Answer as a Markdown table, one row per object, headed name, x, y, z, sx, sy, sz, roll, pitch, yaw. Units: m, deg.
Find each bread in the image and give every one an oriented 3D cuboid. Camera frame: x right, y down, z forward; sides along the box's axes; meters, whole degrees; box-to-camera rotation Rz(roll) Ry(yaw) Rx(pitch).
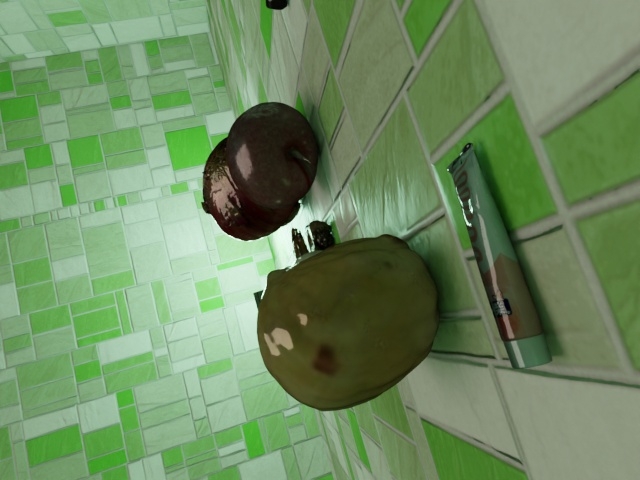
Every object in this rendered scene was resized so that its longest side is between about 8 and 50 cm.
| name | x | y | z | sx | sy | sz | roll | pitch | yaw |
| --- | --- | --- | --- | --- | --- | --- | --- | --- | --- |
| bread | 0.000 | 0.000 | 1.069 | 0.082 | 0.060 | 0.113 | -136 | 35 | -67 |

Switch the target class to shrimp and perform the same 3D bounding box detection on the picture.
| name | x | y | z | sx | sy | sz | roll | pitch | yaw |
| --- | --- | --- | --- | --- | --- | --- | --- | --- | --- |
| shrimp | -0.045 | 0.093 | 1.423 | 0.152 | 0.063 | 0.287 | 62 | -170 | -71 |

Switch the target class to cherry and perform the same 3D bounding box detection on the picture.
| name | x | y | z | sx | sy | sz | roll | pitch | yaw |
| --- | --- | --- | --- | --- | --- | --- | --- | --- | --- |
| cherry | -0.113 | -0.196 | 0.962 | 0.285 | 0.212 | 0.236 | 22 | 97 | 50 |

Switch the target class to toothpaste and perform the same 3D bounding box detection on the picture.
| name | x | y | z | sx | sy | sz | roll | pitch | yaw |
| --- | --- | --- | --- | --- | --- | --- | --- | --- | --- |
| toothpaste | 0.162 | 0.012 | 0.388 | 0.056 | 0.036 | 0.205 | 109 | 149 | -73 |

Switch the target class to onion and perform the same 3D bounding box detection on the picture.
| name | x | y | z | sx | sy | sz | roll | pitch | yaw |
| --- | --- | --- | --- | --- | --- | --- | --- | --- | --- |
| onion | -0.208 | -0.168 | 1.253 | 0.353 | 0.353 | 0.354 | 165 | 90 | -78 |

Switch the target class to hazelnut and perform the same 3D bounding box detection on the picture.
| name | x | y | z | sx | sy | sz | roll | pitch | yaw |
| --- | --- | --- | --- | --- | --- | --- | --- | --- | --- |
| hazelnut | 0.028 | 0.107 | 0.590 | 0.241 | 0.261 | 0.261 | 41 | 161 | 8 |

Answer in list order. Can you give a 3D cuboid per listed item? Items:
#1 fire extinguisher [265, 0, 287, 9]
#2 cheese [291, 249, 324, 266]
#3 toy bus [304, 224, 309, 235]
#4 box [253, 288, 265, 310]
| name | x | y | z | sx | sy | sz | roll | pitch | yaw |
| --- | --- | --- | --- | --- | --- | --- | --- | --- | --- |
| fire extinguisher | -0.093 | -0.570 | 0.844 | 0.177 | 0.050 | 0.062 | 94 | -163 | -54 |
| cheese | 0.002 | 0.116 | 0.976 | 0.198 | 0.154 | 0.189 | -137 | 38 | -64 |
| toy bus | -0.017 | -0.006 | 1.197 | 0.046 | 0.038 | 0.083 | 133 | 121 | -73 |
| box | -0.065 | 0.248 | 1.274 | 0.117 | 0.225 | 0.225 | -126 | 23 | -60 |
